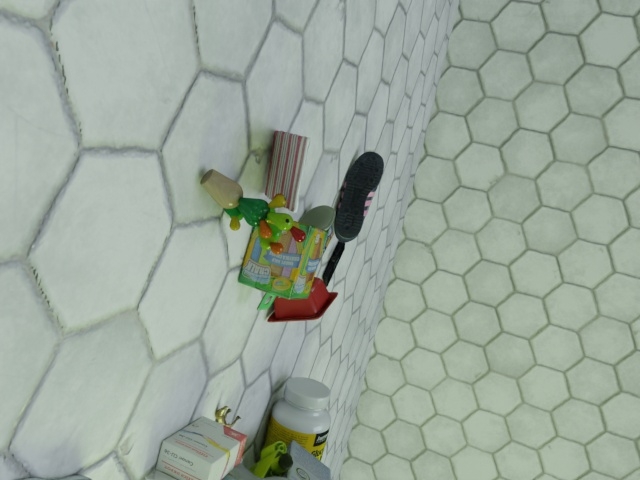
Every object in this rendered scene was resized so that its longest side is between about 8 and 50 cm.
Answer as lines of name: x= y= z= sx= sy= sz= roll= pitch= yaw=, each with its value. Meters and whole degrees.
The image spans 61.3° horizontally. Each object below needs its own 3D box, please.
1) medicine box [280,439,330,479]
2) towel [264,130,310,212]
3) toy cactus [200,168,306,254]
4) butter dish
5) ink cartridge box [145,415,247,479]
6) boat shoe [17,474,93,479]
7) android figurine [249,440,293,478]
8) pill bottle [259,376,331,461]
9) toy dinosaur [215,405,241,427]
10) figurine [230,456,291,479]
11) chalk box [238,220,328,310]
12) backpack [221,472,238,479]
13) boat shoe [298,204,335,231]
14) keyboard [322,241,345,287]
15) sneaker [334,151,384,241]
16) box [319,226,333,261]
medicine box: x=-0.107 y=0.739 z=1.451 sx=0.263 sy=0.149 sz=0.289 roll=-51 pitch=-175 yaw=6
towel: x=-0.065 y=-0.142 z=1.077 sx=0.197 sy=0.029 sz=0.144 roll=-145 pitch=-117 yaw=-65
toy cactus: x=-0.124 y=-0.064 z=0.948 sx=0.180 sy=0.219 sz=0.112 roll=40 pitch=85 yaw=-32
butter dish: x=-0.055 y=0.137 z=1.418 sx=0.160 sy=0.160 sz=0.118 roll=-45 pitch=125 yaw=-60
ink cartridge box: x=-0.244 y=0.431 z=1.081 sx=0.198 sy=0.115 sz=0.067 roll=-2 pitch=108 yaw=-73
boat shoe: x=-0.357 y=0.368 z=0.719 sx=0.228 sy=0.076 sz=0.080 roll=60 pitch=48 yaw=-68
android figurine: x=-0.174 y=0.661 z=1.451 sx=0.273 sy=0.056 sz=0.248 roll=-45 pitch=-173 yaw=44
pill bottle: x=-0.075 y=0.607 z=1.673 sx=0.188 sy=0.188 sz=0.333 roll=-14 pitch=119 yaw=-71
toy dinosaur: x=-0.237 y=0.470 z=1.289 sx=0.093 sy=0.053 sz=0.183 roll=-1 pitch=100 yaw=-57
figurine: x=-0.188 y=0.636 z=1.291 sx=0.092 sy=0.210 sz=0.214 roll=52 pitch=55 yaw=-70
chalk box: x=-0.088 y=0.058 z=1.209 sx=0.132 sy=0.132 sz=0.213 roll=12 pitch=94 yaw=-73
backpack: x=-0.250 y=0.553 z=1.107 sx=0.188 sy=0.144 sz=0.165 roll=-8 pitch=114 yaw=-47
boat shoe: x=-0.032 y=-0.007 z=1.436 sx=0.227 sy=0.081 sz=0.068 roll=-51 pitch=156 yaw=-38
keyboard: x=0.047 y=0.066 z=1.859 sx=0.108 sy=0.023 sz=0.180 roll=92 pitch=19 yaw=-57
sneaker: x=0.116 y=-0.141 z=1.785 sx=0.131 sy=0.112 sz=0.319 roll=110 pitch=3 yaw=-74
box: x=0.000 y=0.000 z=1.628 sx=0.094 sy=0.027 sz=0.137 roll=82 pitch=29 yaw=-52
